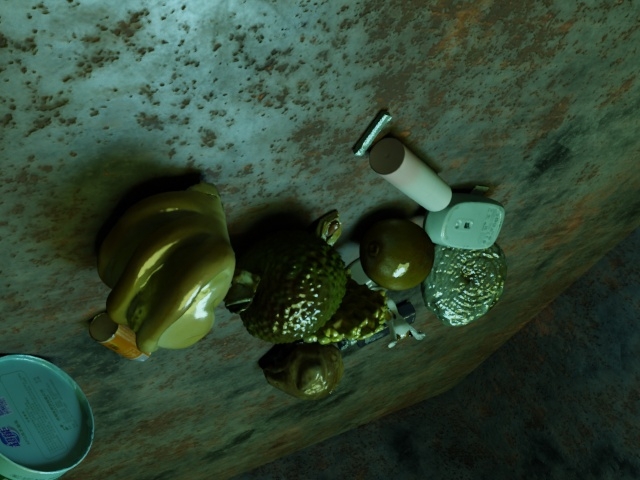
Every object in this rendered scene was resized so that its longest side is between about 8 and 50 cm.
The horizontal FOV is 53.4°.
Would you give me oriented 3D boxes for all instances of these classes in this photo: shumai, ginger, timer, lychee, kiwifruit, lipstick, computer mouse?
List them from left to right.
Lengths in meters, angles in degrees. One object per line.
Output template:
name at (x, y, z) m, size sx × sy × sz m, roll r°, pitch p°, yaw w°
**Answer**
lychee at (-0.081, 0.105, 1.461) m, size 0.319 × 0.270 × 0.270 m, roll 1°, pitch 143°, yaw -20°
ginger at (-0.050, 0.437, 2.125) m, size 0.269 × 0.223 × 0.200 m, roll -48°, pitch 153°, yaw 26°
timer at (0.189, 0.187, 1.872) m, size 0.175 × 0.266 × 0.175 m, roll -23°, pitch 153°, yaw -13°
kiwifruit at (0.202, 0.035, 1.710) m, size 0.196 × 0.196 × 0.234 m, roll -41°, pitch 149°, yaw 20°
lipstick at (0.222, -0.150, 1.521) m, size 0.087 × 0.087 × 0.326 m, roll -39°, pitch 153°, yaw 16°
shumai at (0.451, 0.105, 2.150) m, size 0.309 × 0.304 × 0.263 m, roll -31°, pitch -172°, yaw -2°
computer mouse at (0.407, -0.058, 1.835) m, size 0.288 × 0.097 × 0.160 m, roll 2°, pitch 109°, yaw -38°

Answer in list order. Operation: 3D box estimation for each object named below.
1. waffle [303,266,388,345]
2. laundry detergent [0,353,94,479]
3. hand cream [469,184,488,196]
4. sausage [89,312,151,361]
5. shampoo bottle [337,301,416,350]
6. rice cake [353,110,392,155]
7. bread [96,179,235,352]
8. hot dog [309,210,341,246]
waffle at (0.036, 0.161, 1.654) m, size 0.281 × 0.301 × 0.058 m, roll -13°, pitch 126°, yaw -19°
laundry detergent at (-0.707, 0.450, 1.388) m, size 0.305 × 0.287 × 0.287 m, roll -40°, pitch 152°, yaw 17°
hand cream at (0.417, -0.082, 1.907) m, size 0.216 × 0.038 × 0.052 m, roll -55°, pitch 169°, yaw 30°
sausage at (-0.462, 0.240, 1.516) m, size 0.071 × 0.071 × 0.234 m, roll -29°, pitch 153°, yaw -3°
shampoo bottle at (0.203, 0.324, 2.351) m, size 0.309 × 0.071 × 0.098 m, roll -22°, pitch 155°, yaw -12°
rice cake at (0.108, -0.225, 1.348) m, size 0.022 × 0.022 × 0.121 m, roll 7°, pitch 137°, yaw -36°
bread at (-0.297, 0.066, 1.187) m, size 0.211 × 0.270 × 0.316 m, roll 8°, pitch 143°, yaw -31°
hot dog at (0.001, 0.001, 1.585) m, size 0.078 × 0.061 × 0.169 m, roll 0°, pitch 141°, yaw -44°
